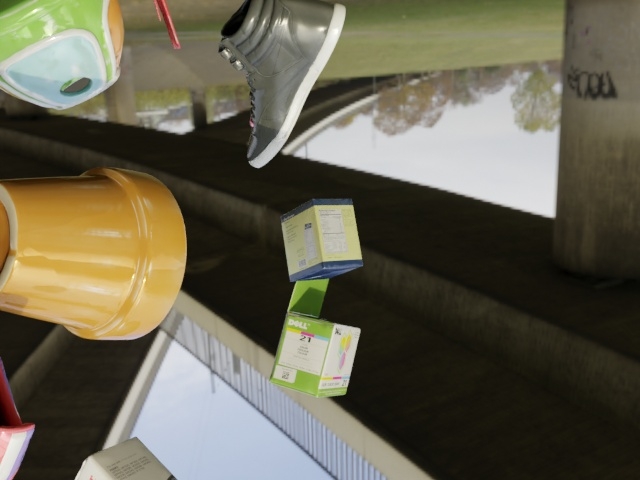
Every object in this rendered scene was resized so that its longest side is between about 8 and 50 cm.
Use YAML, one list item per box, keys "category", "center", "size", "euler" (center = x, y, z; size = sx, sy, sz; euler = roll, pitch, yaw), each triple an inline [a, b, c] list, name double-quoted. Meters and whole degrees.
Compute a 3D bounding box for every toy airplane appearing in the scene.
- category: "toy airplane"
  center: [-0.140, -0.223, 0.578]
  size: [0.028, 0.151, 0.151]
  euler: [-15, -165, 1]

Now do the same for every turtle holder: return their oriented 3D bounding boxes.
- category: "turtle holder"
  center: [-0.465, -0.319, 1.157]
  size: [0.320, 0.227, 0.243]
  euler: [-43, -138, -18]

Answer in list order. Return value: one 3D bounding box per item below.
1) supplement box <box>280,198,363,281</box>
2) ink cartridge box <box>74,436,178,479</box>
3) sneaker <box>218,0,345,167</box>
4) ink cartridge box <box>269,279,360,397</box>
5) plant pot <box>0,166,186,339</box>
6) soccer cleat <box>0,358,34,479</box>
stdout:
- category: "supplement box"
  center: [0.000, 0.000, 0.868]
  size: [0.056, 0.083, 0.083]
  euler: [-2, 167, -33]
- category: "ink cartridge box"
  center: [-0.255, 0.429, 1.036]
  size: [0.237, 0.172, 0.100]
  euler: [38, -157, 22]
- category: "sneaker"
  center: [-0.089, -0.238, 1.045]
  size: [0.147, 0.296, 0.104]
  euler: [19, -137, -15]
- category: "ink cartridge box"
  center: [0.010, 0.149, 1.331]
  size: [0.097, 0.255, 0.189]
  euler: [13, 175, 19]
- category: "plant pot"
  center: [-0.289, 0.011, 0.808]
  size: [0.205, 0.205, 0.188]
  euler: [10, -179, 37]
- category: "soccer cleat"
  center: [-0.345, 0.086, 0.636]
  size: [0.318, 0.116, 0.108]
  euler: [52, -161, 26]
